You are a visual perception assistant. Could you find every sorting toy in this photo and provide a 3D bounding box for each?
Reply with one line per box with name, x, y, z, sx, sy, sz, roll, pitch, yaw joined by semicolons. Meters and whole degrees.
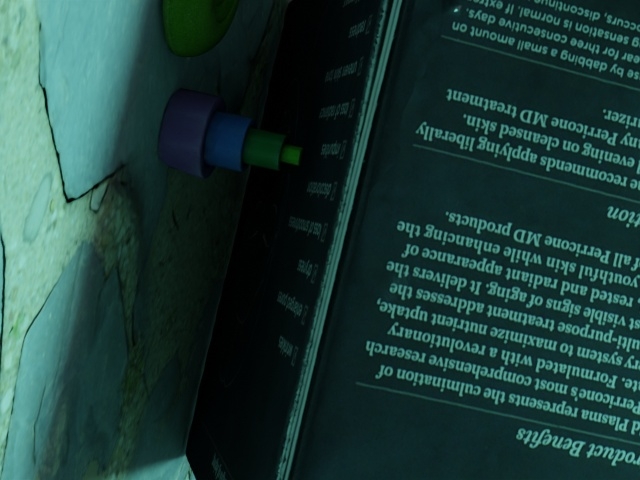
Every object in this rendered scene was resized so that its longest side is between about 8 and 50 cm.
sorting toy;-0.034;-0.207;0.980;0.127;0.126;0.366;-58;159;-63

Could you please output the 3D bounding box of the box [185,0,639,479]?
box;0.092;0.035;1.148;0.480;0.297;0.472;-159;-96;-79
